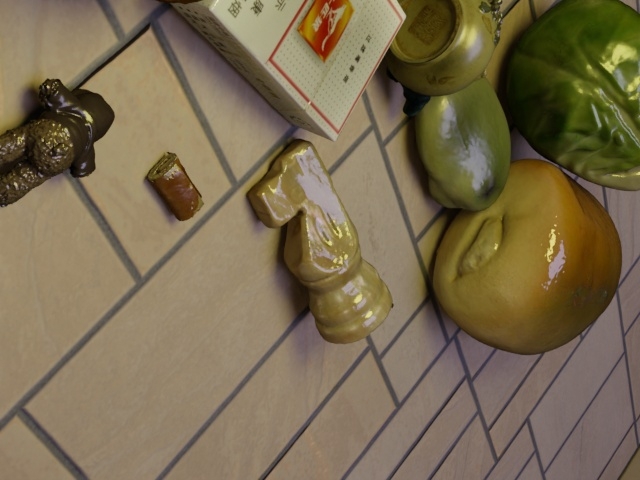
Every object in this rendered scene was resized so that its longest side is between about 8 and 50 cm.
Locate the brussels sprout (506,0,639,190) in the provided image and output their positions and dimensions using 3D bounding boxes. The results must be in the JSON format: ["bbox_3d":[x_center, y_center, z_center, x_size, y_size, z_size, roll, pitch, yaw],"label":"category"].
[{"bbox_3d":[0.493,-0.251,1.689,0.289,0.354,0.281,-45,179,22],"label":"brussels sprout"}]

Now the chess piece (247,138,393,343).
[{"bbox_3d":[0.000,0.000,1.402,0.137,0.137,0.301,-43,123,-29],"label":"chess piece"}]

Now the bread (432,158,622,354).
[{"bbox_3d":[0.392,0.045,1.751,0.376,0.253,0.348,26,98,-53],"label":"bread"}]

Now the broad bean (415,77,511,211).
[{"bbox_3d":[0.239,-0.172,1.588,0.189,0.121,0.263,-39,131,-25],"label":"broad bean"}]

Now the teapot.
[{"bbox_3d":[0.198,-0.305,1.427,0.269,0.173,0.182,-55,149,11],"label":"teapot"}]

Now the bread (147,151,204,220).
[{"bbox_3d":[-0.180,-0.066,1.204,0.047,0.036,0.083,-48,136,-19],"label":"bread"}]

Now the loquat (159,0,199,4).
[{"bbox_3d":[-0.165,-0.362,0.914,0.283,0.276,0.276,-14,120,-19],"label":"loquat"}]

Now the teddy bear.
[{"bbox_3d":[-0.285,-0.107,1.025,0.160,0.078,0.119,-40,131,-30],"label":"teddy bear"}]

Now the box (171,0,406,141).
[{"bbox_3d":[-0.030,-0.296,1.205,0.210,0.095,0.330,-60,148,-7],"label":"box"}]
